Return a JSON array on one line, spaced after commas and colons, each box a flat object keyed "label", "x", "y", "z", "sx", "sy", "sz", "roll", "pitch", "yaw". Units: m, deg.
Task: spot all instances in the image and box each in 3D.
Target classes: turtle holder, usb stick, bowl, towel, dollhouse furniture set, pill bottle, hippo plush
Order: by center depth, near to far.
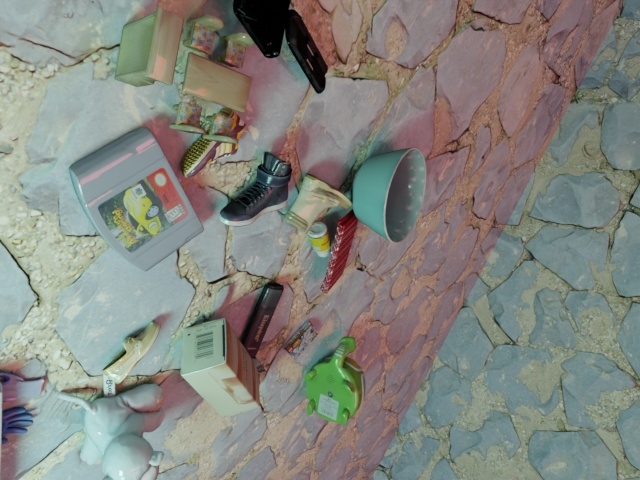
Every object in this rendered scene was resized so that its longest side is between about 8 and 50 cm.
[{"label": "dollhouse furniture set", "x": -0.225, "y": -0.311, "z": 0.818, "sx": 0.242, "sy": 0.161, "sz": 0.212, "roll": 7, "pitch": 97, "yaw": -43}, {"label": "hippo plush", "x": -0.470, "y": 0.498, "z": 1.110, "sx": 0.234, "sy": 0.237, "sz": 0.294, "roll": -22, "pitch": 132, "yaw": -37}, {"label": "usb stick", "x": -0.194, "y": 0.259, "z": 1.410, "sx": 0.077, "sy": 0.045, "sz": 0.278, "roll": 7, "pitch": 111, "yaw": -51}, {"label": "pill bottle", "x": 0.000, "y": 0.000, "z": 1.423, "sx": 0.065, "sy": 0.065, "sz": 0.116, "roll": -41, "pitch": 142, "yaw": -21}, {"label": "bowl", "x": 0.211, "y": -0.157, "z": 1.433, "sx": 0.311, "sy": 0.163, "sz": 0.311, "roll": -30, "pitch": 127, "yaw": -48}, {"label": "towel", "x": 0.070, "y": 0.030, "z": 1.505, "sx": 0.199, "sy": 0.031, "sz": 0.274, "roll": -41, "pitch": 149, "yaw": -60}, {"label": "turtle holder", "x": 0.067, "y": 0.571, "z": 1.820, "sx": 0.227, "sy": 0.243, "sz": 0.320, "roll": -17, "pitch": 90, "yaw": -60}]

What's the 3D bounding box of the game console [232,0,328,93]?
[{"label": "game console", "x": -0.066, "y": -0.453, "z": 0.964, "sx": 0.361, "sy": 0.044, "sz": 0.213, "roll": 41, "pitch": 53, "yaw": -59}]

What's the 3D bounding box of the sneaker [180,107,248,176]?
[{"label": "sneaker", "x": -0.235, "y": -0.206, "z": 0.999, "sx": 0.185, "sy": 0.070, "sz": 0.084, "roll": -52, "pitch": 138, "yaw": -5}]

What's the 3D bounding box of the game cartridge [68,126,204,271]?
[{"label": "game cartridge", "x": -0.386, "y": -0.071, "z": 0.944, "sx": 0.196, "sy": 0.060, "sz": 0.294, "roll": -37, "pitch": 139, "yaw": -19}]

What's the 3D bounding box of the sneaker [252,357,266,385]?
[{"label": "sneaker", "x": -0.263, "y": 0.500, "z": 1.470, "sx": 0.090, "sy": 0.095, "sz": 0.235, "roll": 10, "pitch": 110, "yaw": -53}]

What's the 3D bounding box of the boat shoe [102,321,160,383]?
[{"label": "boat shoe", "x": -0.469, "y": 0.269, "z": 1.091, "sx": 0.059, "sy": 0.063, "sz": 0.170, "roll": 44, "pitch": 66, "yaw": -25}]

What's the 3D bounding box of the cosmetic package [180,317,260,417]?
[{"label": "cosmetic package", "x": -0.282, "y": 0.376, "z": 1.279, "sx": 0.129, "sy": 0.153, "sz": 0.296, "roll": -15, "pitch": 137, "yaw": 1}]

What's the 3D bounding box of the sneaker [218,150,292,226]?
[{"label": "sneaker", "x": -0.161, "y": -0.136, "z": 1.109, "sx": 0.226, "sy": 0.086, "sz": 0.163, "roll": -32, "pitch": 149, "yaw": -44}]

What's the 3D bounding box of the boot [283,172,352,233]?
[{"label": "boot", "x": -0.007, "y": -0.094, "z": 1.337, "sx": 0.213, "sy": 0.077, "sz": 0.165, "roll": 24, "pitch": 97, "yaw": -48}]

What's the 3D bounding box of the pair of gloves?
[{"label": "pair of gloves", "x": -0.690, "y": 0.361, "z": 0.941, "sx": 0.159, "sy": 0.023, "sz": 0.198, "roll": 13, "pitch": 107, "yaw": -52}]

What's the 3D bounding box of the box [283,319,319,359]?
[{"label": "box", "x": -0.072, "y": 0.373, "z": 1.648, "sx": 0.137, "sy": 0.027, "sz": 0.094, "roll": -45, "pitch": 143, "yaw": -16}]

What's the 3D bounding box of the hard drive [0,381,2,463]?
[{"label": "hard drive", "x": -0.774, "y": 0.449, "z": 0.866, "sx": 0.233, "sy": 0.047, "sz": 0.353, "roll": -1, "pitch": 117, "yaw": -39}]
